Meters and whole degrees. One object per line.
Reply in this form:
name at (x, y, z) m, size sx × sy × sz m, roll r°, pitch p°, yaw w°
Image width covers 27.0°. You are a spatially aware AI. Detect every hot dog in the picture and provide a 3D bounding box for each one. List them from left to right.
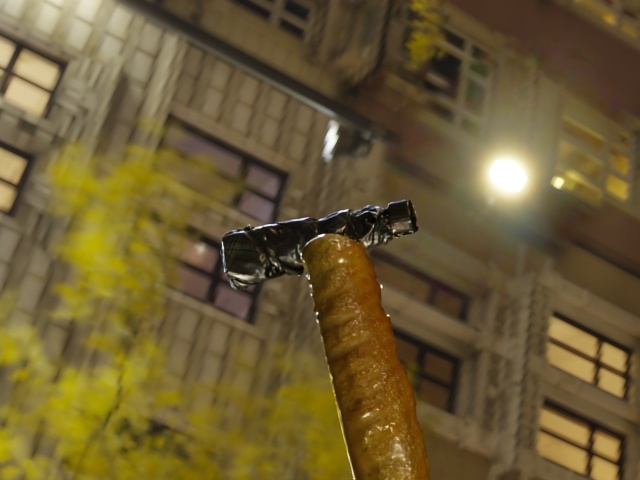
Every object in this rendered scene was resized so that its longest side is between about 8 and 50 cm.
hot dog at (0.045, 0.130, 1.173) m, size 0.068 × 0.083 × 0.288 m, roll -17°, pitch -105°, yaw 15°

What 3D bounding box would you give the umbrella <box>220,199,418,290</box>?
umbrella at (0.001, 0.000, 1.494) m, size 0.224 × 0.071 × 0.080 m, roll -15°, pitch -136°, yaw 12°
